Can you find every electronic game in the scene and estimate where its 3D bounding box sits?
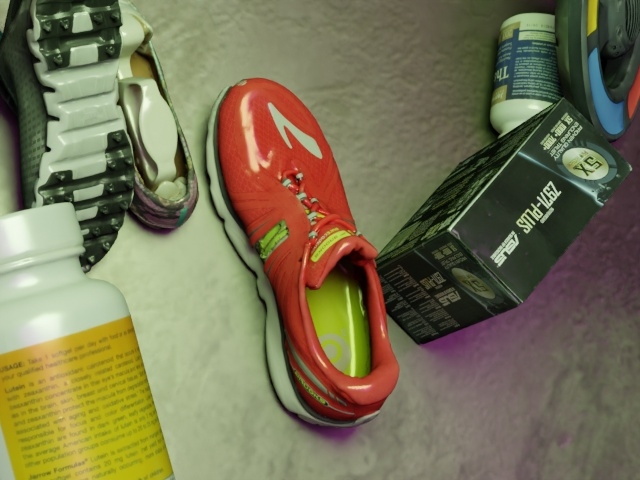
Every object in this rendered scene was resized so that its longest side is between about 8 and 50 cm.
[{"bbox_3d":[0.241,-0.194,1.236,0.048,0.229,0.229,5,69,25],"label":"electronic game"}]

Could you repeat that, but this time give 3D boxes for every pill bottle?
[{"bbox_3d":[-0.182,0.105,1.005,0.136,0.136,0.245,-15,91,-23],"label":"pill bottle"},{"bbox_3d":[0.176,-0.122,1.253,0.067,0.067,0.120,14,72,-17],"label":"pill bottle"}]

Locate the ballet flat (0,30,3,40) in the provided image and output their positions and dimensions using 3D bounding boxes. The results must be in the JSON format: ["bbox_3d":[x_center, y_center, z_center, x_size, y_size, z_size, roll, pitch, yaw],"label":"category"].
[{"bbox_3d":[-0.281,-0.053,1.071,0.073,0.080,0.232,6,70,10],"label":"ballet flat"}]

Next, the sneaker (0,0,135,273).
[{"bbox_3d":[-0.187,-0.091,1.079,0.078,0.106,0.234,-13,120,-30],"label":"sneaker"}]

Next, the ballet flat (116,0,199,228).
[{"bbox_3d":[-0.143,-0.116,1.124,0.077,0.079,0.221,-21,85,-25],"label":"ballet flat"}]

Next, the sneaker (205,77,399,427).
[{"bbox_3d":[0.000,0.000,1.127,0.107,0.118,0.279,-16,83,-24],"label":"sneaker"}]

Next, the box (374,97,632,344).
[{"bbox_3d":[0.128,-0.010,1.144,0.077,0.180,0.147,45,66,-5],"label":"box"}]
